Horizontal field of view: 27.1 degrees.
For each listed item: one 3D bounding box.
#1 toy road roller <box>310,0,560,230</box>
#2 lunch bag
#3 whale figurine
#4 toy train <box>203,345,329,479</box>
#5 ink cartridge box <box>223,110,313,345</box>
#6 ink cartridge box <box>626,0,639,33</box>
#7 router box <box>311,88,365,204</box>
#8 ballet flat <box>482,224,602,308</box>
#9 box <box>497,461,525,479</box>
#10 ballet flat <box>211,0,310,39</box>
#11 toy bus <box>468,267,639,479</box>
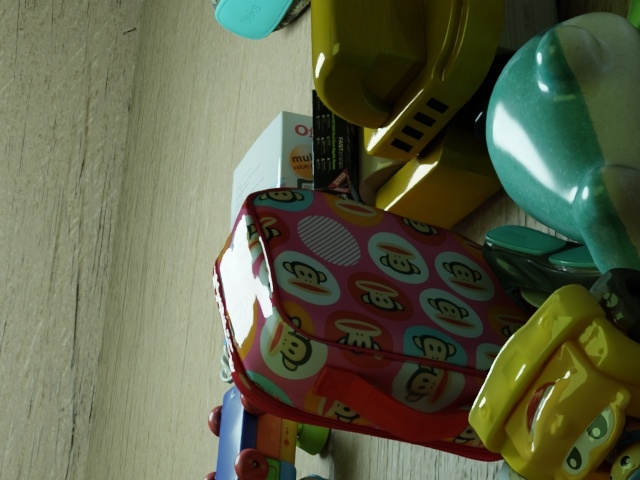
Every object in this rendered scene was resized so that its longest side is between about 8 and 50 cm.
[{"bbox_3d":[0.081,-0.164,1.291,0.329,0.240,0.202,133,143,-54],"label":"toy road roller"},{"bbox_3d":[0.061,0.082,1.156,0.120,0.293,0.258,-62,26,27],"label":"lunch bag"},{"bbox_3d":[0.193,-0.051,0.965,0.141,0.216,0.272,-21,26,19],"label":"whale figurine"},{"bbox_3d":[-0.052,0.215,1.606,0.105,0.143,0.248,-40,38,47],"label":"toy train"},{"bbox_3d":[0.000,0.000,1.517,0.168,0.171,0.233,137,139,-57],"label":"ink cartridge box"},{"bbox_3d":[0.316,-0.227,0.931,0.255,0.097,0.189,-128,51,-81],"label":"ink cartridge box"},{"bbox_3d":[0.020,-0.090,1.409,0.092,0.038,0.122,58,-152,-63],"label":"router box"},{"bbox_3d":[0.209,0.031,1.124,0.203,0.074,0.074,15,93,63],"label":"ballet flat"},{"bbox_3d":[0.224,0.244,0.970,0.324,0.063,0.067,-119,43,-59],"label":"box"},{"bbox_3d":[-0.031,-0.423,1.859,0.182,0.164,0.483,-67,16,-13],"label":"ballet flat"},{"bbox_3d":[0.230,0.141,0.806,0.149,0.220,0.211,-60,34,31],"label":"toy bus"}]
